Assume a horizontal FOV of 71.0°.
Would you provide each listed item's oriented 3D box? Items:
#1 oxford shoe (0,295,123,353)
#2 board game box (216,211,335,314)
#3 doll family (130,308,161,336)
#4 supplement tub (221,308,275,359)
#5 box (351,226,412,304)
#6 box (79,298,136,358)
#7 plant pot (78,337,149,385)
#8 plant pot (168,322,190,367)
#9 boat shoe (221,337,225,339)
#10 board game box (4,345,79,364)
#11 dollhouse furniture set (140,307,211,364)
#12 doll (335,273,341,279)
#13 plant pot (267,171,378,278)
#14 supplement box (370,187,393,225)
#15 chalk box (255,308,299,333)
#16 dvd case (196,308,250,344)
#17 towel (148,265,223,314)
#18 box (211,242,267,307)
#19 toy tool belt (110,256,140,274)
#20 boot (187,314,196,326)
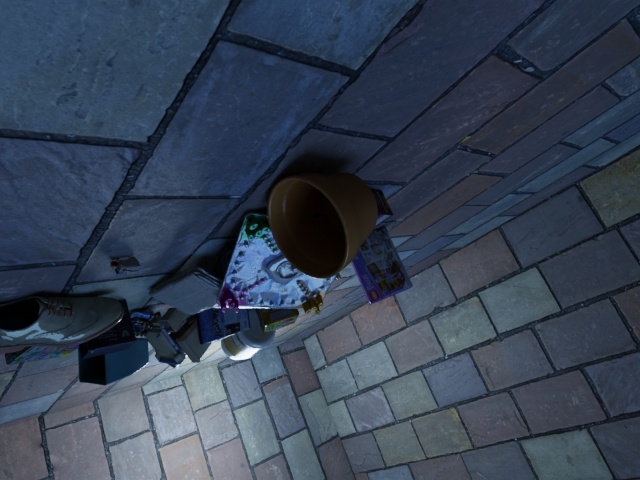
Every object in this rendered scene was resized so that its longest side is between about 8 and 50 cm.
[{"bbox_3d":[-0.771,0.227,1.304,0.396,0.141,0.146,-10,152,-41],"label":"oxford shoe"},{"bbox_3d":[-0.105,0.098,1.474,0.389,0.050,0.390,6,127,-27],"label":"board game box"},{"bbox_3d":[-0.703,0.324,1.769,0.111,0.076,0.193,12,151,-30],"label":"doll family"},{"bbox_3d":[-0.407,0.523,2.480,0.228,0.229,0.316,-9,158,-38],"label":"supplement tub"},{"bbox_3d":[0.250,0.109,1.972,0.200,0.294,0.057,-21,166,-5],"label":"box"},{"bbox_3d":[-0.731,0.298,1.519,0.155,0.158,0.093,-4,154,-46],"label":"box"},{"bbox_3d":[-0.836,0.474,1.848,0.165,0.166,0.234,-4,178,28],"label":"plant pot"},{"bbox_3d":[-0.677,0.499,2.171,0.165,0.167,0.167,-38,163,-2],"label":"plant pot"},{"bbox_3d":[-0.610,0.477,2.309,0.301,0.108,0.102,-14,-176,-9],"label":"boat shoe"},{"bbox_3d":[-0.939,0.355,1.617,0.317,0.046,0.213,-31,160,24],"label":"board game box"},{"bbox_3d":[-0.641,0.377,1.976,0.303,0.287,0.198,-6,-146,31],"label":"dollhouse furniture set"},{"bbox_3d":[0.011,0.219,2.412,0.188,0.046,0.129,-22,173,19],"label":"doll"},{"bbox_3d":[0.024,-0.066,1.247,0.203,0.291,0.291,-30,171,-40],"label":"plant pot"},{"bbox_3d":[0.153,-0.115,1.506,0.080,0.104,0.188,-34,160,30],"label":"supplement box"},{"bbox_3d":[-0.231,0.355,2.286,0.180,0.179,0.289,-18,162,-14],"label":"chalk box"},{"bbox_3d":[-0.424,0.331,1.966,0.252,0.181,0.022,-11,-174,-43],"label":"dvd case"},{"bbox_3d":[-0.441,0.176,1.548,0.282,0.049,0.187,-23,135,34],"label":"towel"},{"bbox_3d":[-0.232,0.143,1.652,0.318,0.097,0.395,1,151,-24],"label":"box"},{"bbox_3d":[-0.558,0.078,1.269,0.083,0.052,0.051,-1,144,-49],"label":"toy tool belt"},{"bbox_3d":[-0.496,0.361,2.084,0.305,0.115,0.112,-36,157,32],"label":"boot"}]
